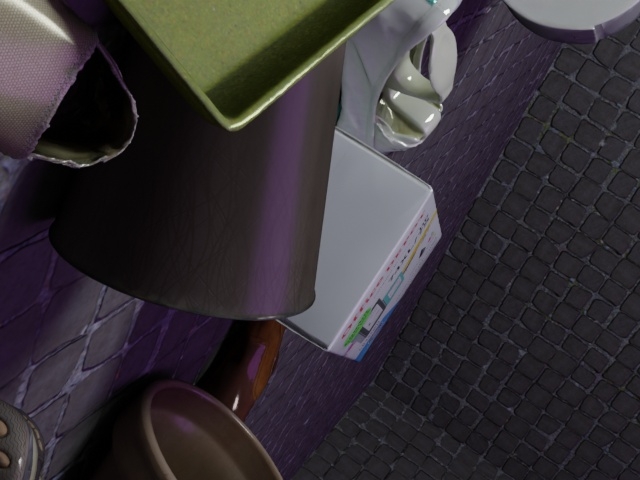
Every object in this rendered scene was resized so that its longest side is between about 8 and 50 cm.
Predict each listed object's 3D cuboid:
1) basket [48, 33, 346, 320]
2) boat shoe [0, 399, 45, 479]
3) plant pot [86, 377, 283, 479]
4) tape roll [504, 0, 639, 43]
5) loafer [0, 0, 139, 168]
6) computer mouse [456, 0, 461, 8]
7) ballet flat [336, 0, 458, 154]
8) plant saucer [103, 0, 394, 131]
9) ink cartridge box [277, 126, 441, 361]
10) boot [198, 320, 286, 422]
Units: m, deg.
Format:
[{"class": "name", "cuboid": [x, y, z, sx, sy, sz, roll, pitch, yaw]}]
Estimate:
[{"class": "basket", "cuboid": [-0.072, -0.083, 0.652, 0.154, 0.204, 0.227, -85, -169, -68]}, {"class": "boat shoe", "cuboid": [-0.317, 0.284, 0.696, 0.355, 0.132, 0.130, -54, 167, -8]}, {"class": "plant pot", "cuboid": [-0.192, 0.335, 1.106, 0.229, 0.263, 0.263, -42, 171, 12]}, {"class": "tape roll", "cuboid": [0.358, -0.406, 1.286, 0.246, 0.246, 0.169, -60, 168, 14]}, {"class": "loafer", "cuboid": [-0.160, -0.096, 0.439, 0.102, 0.092, 0.268, -58, 167, 6]}, {"class": "computer mouse", "cuboid": [0.158, -0.327, 1.185, 0.106, 0.042, 0.193, -60, 167, 11]}, {"class": "ballet flat", "cuboid": [0.087, -0.180, 1.082, 0.139, 0.139, 0.400, -53, 167, -17]}, {"class": "plant saucer", "cuboid": [-0.063, -0.167, 0.499, 0.045, 0.188, 0.188, -28, -166, 50]}, {"class": "ink cartridge box", "cuboid": [0.000, 0.000, 1.035, 0.198, 0.197, 0.270, -57, 167, -2]}, {"class": "boot", "cuboid": [-0.090, 0.147, 1.294, 0.280, 0.096, 0.264, -63, 166, 24]}]
